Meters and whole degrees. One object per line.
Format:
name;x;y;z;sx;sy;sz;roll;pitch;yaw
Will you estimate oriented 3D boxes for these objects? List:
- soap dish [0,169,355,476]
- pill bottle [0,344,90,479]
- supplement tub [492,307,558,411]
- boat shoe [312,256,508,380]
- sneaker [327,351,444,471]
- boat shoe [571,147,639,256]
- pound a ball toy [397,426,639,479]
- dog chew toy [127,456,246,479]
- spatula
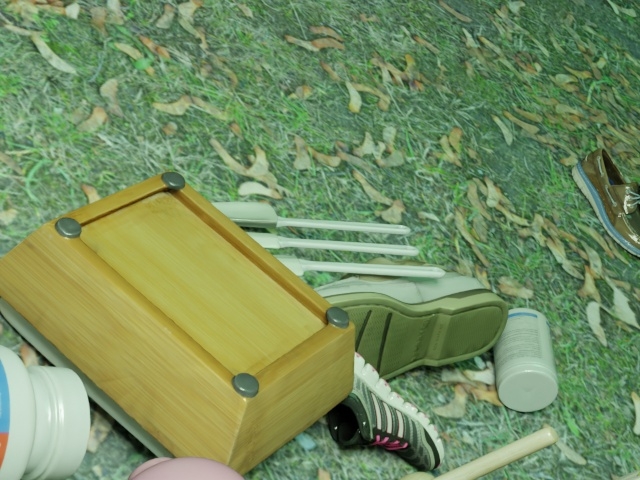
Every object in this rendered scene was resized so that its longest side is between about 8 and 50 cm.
soap dish;-0.123;0.069;1.248;0.291;0.118;0.229;40;33;15
pill bottle;-0.291;0.136;1.037;0.221;0.124;0.124;6;46;-38
supplement tub;0.235;0.136;1.589;0.071;0.071;0.107;27;36;-18
boat shoe;0.059;0.081;1.466;0.302;0.113;0.103;1;29;-40
sneaker;0.051;0.184;1.368;0.170;0.063;0.075;45;59;-20
boat shoe;0.437;-0.057;2.005;0.066;0.066;0.183;-8;56;-47
pound a ball toy;0.203;0.272;1.227;0.136;0.319;0.208;-23;83;-52
dog chew toy;-0.062;0.299;1.018;0.206;0.206;0.332;3;40;-42
spatula;0.000;0.000;1.467;0.242;0.019;0.168;2;21;-15
